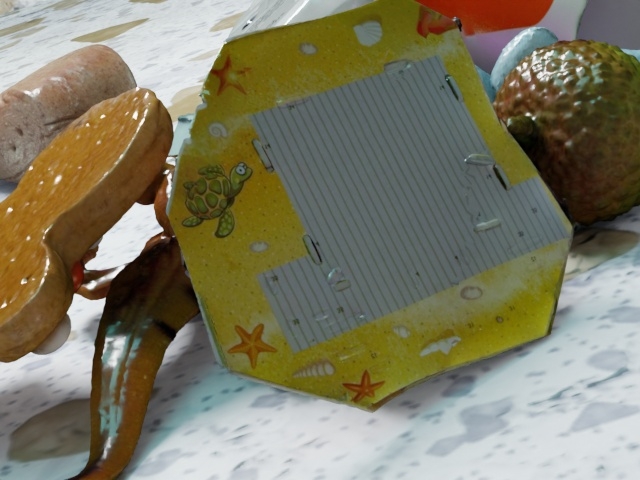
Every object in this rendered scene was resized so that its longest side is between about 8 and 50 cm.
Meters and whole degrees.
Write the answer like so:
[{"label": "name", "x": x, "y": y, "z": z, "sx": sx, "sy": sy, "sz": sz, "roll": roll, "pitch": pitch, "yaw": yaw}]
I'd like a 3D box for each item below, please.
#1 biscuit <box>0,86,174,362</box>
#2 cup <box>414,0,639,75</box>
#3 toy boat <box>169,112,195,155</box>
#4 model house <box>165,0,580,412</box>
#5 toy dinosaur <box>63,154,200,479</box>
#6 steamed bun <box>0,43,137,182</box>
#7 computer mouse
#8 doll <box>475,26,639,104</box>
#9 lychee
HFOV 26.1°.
[{"label": "biscuit", "x": -0.198, "y": 0.039, "z": 0.793, "sx": 0.324, "sy": 0.049, "sz": 0.205, "roll": -51, "pitch": 29, "yaw": -12}, {"label": "cup", "x": 0.185, "y": -0.186, "z": 1.053, "sx": 0.203, "sy": 0.203, "sz": 0.288, "roll": -21, "pitch": 26, "yaw": -11}, {"label": "toy boat", "x": -0.014, "y": -0.071, "z": 1.078, "sx": 0.208, "sy": 0.079, "sz": 0.134, "roll": -7, "pitch": 13, "yaw": -1}, {"label": "model house", "x": 0.000, "y": 0.000, "z": 0.748, "sx": 0.219, "sy": 0.207, "sz": 0.136, "roll": -24, "pitch": -10, "yaw": -27}, {"label": "toy dinosaur", "x": -0.091, "y": 0.009, "z": 0.868, "sx": 0.208, "sy": 0.097, "sz": 0.432, "roll": 14, "pitch": 42, "yaw": 30}, {"label": "steamed bun", "x": -0.269, "y": -0.116, "z": 1.381, "sx": 0.145, "sy": 0.106, "sz": 0.175, "roll": -37, "pitch": 12, "yaw": -34}, {"label": "computer mouse", "x": -0.009, "y": -0.177, "z": 1.269, "sx": 0.184, "sy": 0.121, "sz": 0.297, "roll": -40, "pitch": 17, "yaw": 11}, {"label": "doll", "x": 0.130, "y": -0.084, "z": 0.906, "sx": 0.180, "sy": 0.120, "sz": 0.075, "roll": -15, "pitch": 9, "yaw": -9}, {"label": "lychee", "x": 0.152, "y": -0.062, "z": 0.816, "sx": 0.146, "sy": 0.114, "sz": 0.114, "roll": 1, "pitch": 4, "yaw": -39}]
